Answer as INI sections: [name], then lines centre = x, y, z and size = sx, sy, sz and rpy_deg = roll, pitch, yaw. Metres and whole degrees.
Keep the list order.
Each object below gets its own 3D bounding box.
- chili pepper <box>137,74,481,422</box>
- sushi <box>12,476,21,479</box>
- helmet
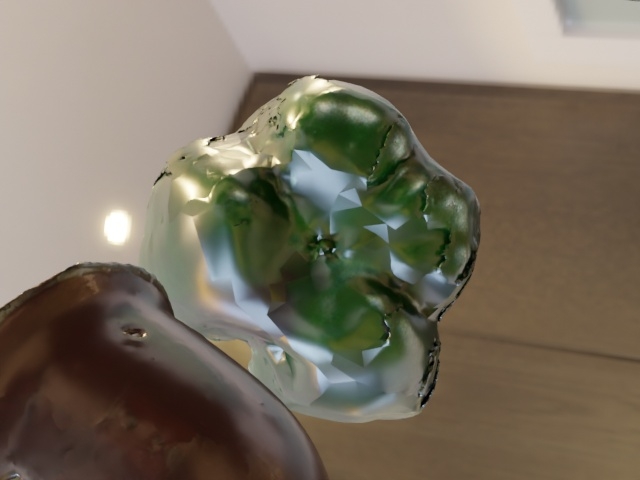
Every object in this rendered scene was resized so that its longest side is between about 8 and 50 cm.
[chili pepper]
centre = 0.000, 0.000, 1.028
size = 0.233, 0.248, 0.256
rpy_deg = -59, 2, -8
[sushi]
centre = -0.245, 0.124, 0.637
size = 0.273, 0.109, 0.134
rpy_deg = 6, -96, -58
[helmet]
centre = -0.049, 0.095, 0.456
size = 0.155, 0.106, 0.175
rpy_deg = -49, -32, -43
